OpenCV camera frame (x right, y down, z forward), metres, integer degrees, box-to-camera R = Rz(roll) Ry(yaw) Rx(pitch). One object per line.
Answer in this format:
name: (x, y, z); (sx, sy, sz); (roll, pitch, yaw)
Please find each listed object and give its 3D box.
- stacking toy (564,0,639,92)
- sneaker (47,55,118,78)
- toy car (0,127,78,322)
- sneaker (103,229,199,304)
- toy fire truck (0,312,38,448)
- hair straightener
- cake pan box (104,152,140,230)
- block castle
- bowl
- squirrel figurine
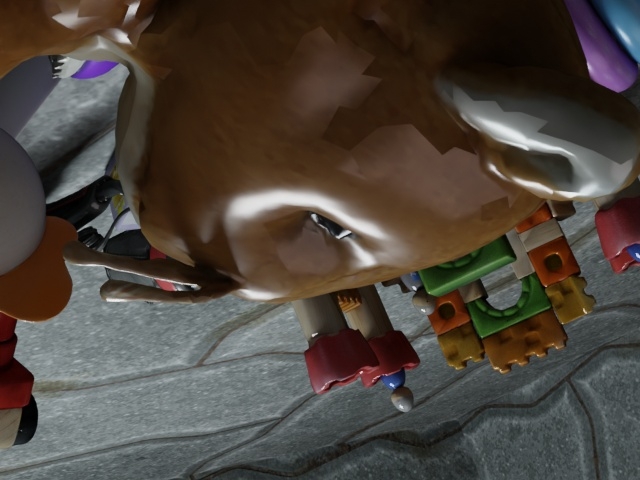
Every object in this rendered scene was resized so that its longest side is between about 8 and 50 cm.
stacking toy: (0.301, -0.234, 0.835); (0.330, 0.141, 0.141); (-34, 157, 25)
sneaker: (-0.066, -0.180, 0.636); (0.146, 0.102, 0.293); (4, 153, -31)
toy car: (-0.249, -0.023, 0.598); (0.210, 0.238, 0.219); (-43, 164, -47)
sneaker: (-0.135, 0.014, 1.169); (0.135, 0.097, 0.276); (-5, 180, 23)
toy fire truck: (-0.351, 0.048, 0.979); (0.159, 0.217, 0.246); (3, 110, -47)
hair straightener: (-0.233, 0.005, 0.983); (0.230, 0.089, 0.047); (-16, 155, 38)
cake pan box: (-0.040, -0.100, 0.976); (0.267, 0.070, 0.246); (-7, 161, -30)
block castle: (0.208, 0.054, 1.342); (0.453, 0.212, 0.303); (-27, 167, 13)
bowl: (-0.253, -0.078, 0.776); (0.053, 0.142, 0.142); (42, 132, -18)
squirrel figurine: (-0.035, -0.164, 0.317); (0.397, 0.370, 0.281); (-51, -165, 15)
